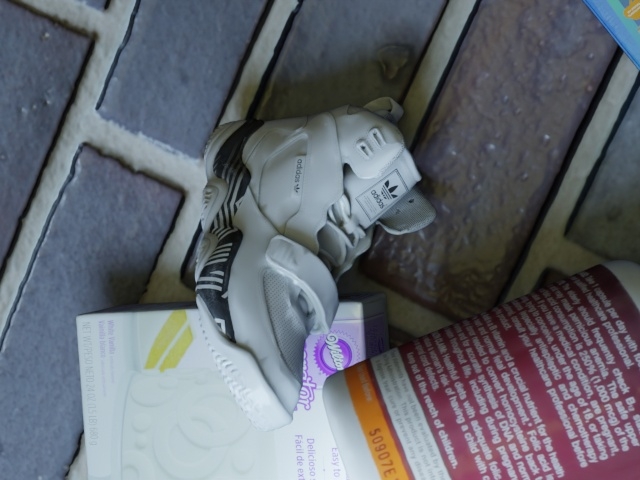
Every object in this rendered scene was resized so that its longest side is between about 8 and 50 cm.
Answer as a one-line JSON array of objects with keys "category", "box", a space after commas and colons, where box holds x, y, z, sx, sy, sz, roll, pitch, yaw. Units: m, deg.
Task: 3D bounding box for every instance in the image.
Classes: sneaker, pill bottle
[{"category": "sneaker", "box": [0.000, 0.000, 1.113, 0.210, 0.137, 0.366, -17, 47, 13]}, {"category": "pill bottle", "box": [0.220, 0.153, 1.026, 0.392, 0.224, 0.224, -22, 84, 3]}]

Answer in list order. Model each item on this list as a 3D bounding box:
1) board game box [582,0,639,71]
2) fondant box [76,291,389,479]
[{"category": "board game box", "box": [0.356, -0.218, 1.089, 0.160, 0.047, 0.210, -38, 79, 17]}, {"category": "fondant box", "box": [-0.089, 0.184, 1.241, 0.330, 0.096, 0.238, -4, 91, 19]}]
